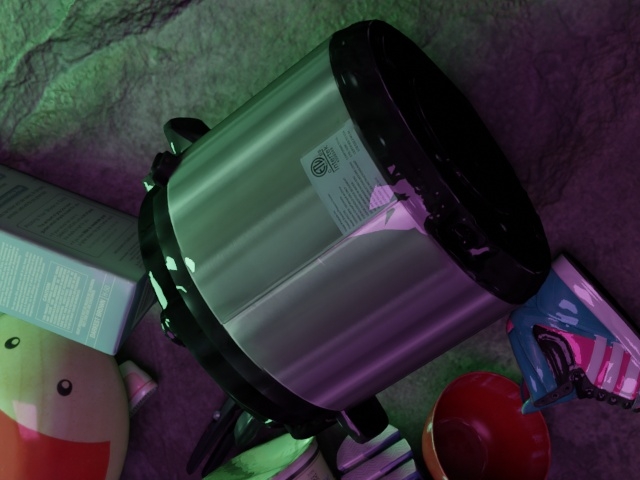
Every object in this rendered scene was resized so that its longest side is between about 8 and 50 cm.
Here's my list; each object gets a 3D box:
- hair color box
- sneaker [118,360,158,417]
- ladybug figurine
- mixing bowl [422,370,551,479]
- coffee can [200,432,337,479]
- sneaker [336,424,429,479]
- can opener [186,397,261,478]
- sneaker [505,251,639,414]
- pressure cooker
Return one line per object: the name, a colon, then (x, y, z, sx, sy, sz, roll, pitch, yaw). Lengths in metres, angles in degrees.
hair color box: (-0.396, 0.000, 1.383, 0.374, 0.185, 0.114, 22, 111, 2)
sneaker: (-0.293, 0.223, 1.518, 0.070, 0.051, 0.134, 46, 117, 7)
ladybug figurine: (-0.440, 0.300, 1.482, 0.305, 0.162, 0.449, 33, 115, 12)
mixing bowl: (0.204, 0.273, 1.404, 0.181, 0.181, 0.098, 39, 148, -5)
coffee can: (-0.034, 0.422, 1.406, 0.201, 0.201, 0.275, -26, 95, 17)
sneaker: (0.141, 0.403, 1.400, 0.127, 0.315, 0.182, -30, 138, 4)
can opener: (-0.139, 0.275, 1.504, 0.059, 0.073, 0.186, 34, 120, -12)
sneaker: (0.342, 0.179, 1.352, 0.178, 0.124, 0.295, -41, 90, 14)
pressure cooker: (-0.003, -0.001, 1.211, 0.420, 0.370, 0.375, -36, 128, 21)
